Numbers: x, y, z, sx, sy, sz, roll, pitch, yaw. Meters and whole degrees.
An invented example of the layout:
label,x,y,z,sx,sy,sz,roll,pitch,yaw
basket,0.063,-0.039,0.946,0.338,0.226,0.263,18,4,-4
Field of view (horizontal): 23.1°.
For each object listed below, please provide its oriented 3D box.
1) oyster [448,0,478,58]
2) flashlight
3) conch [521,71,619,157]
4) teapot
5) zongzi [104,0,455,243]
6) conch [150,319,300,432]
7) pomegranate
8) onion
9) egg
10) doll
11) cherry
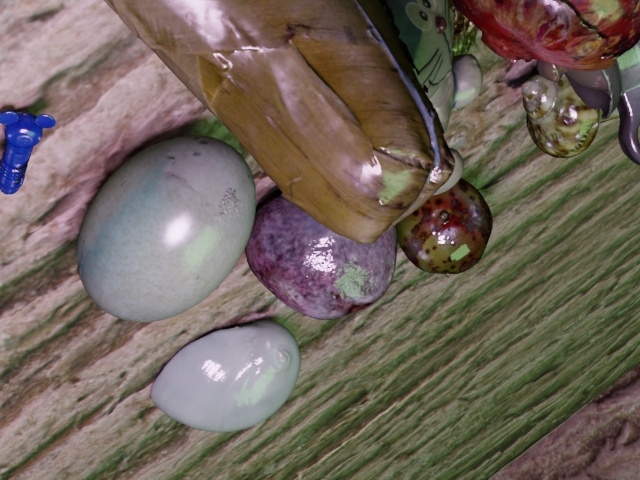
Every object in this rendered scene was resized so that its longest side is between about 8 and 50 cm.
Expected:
label,x,y,z,sx,sy,sz,roll,pitch,yaw
oyster,0.143,-0.259,1.838,0.105,0.056,0.177,-41,152,-10
flashlight,-0.303,-0.092,1.569,0.057,0.035,0.121,4,144,-20
conch,0.351,-0.201,2.108,0.187,0.124,0.181,-53,166,28
teapot,0.412,-0.246,1.981,0.285,0.223,0.305,-26,122,-3
zongzi,-0.072,-0.167,1.363,0.174,0.356,0.393,-39,155,29
conch,-0.131,0.197,2.229,0.221,0.121,0.185,-31,126,-2
pomegranate,0.167,-0.010,2.201,0.148,0.148,0.169,-26,152,-22
onion,0.241,-0.282,1.687,0.190,0.246,0.246,-54,154,0
egg,-0.168,-0.013,1.718,0.169,0.169,0.236,3,131,-54
doll,0.090,-0.190,1.699,0.258,0.154,0.228,78,26,-56
cherry,0.005,0.009,1.966,0.195,0.195,0.195,-29,154,-16
